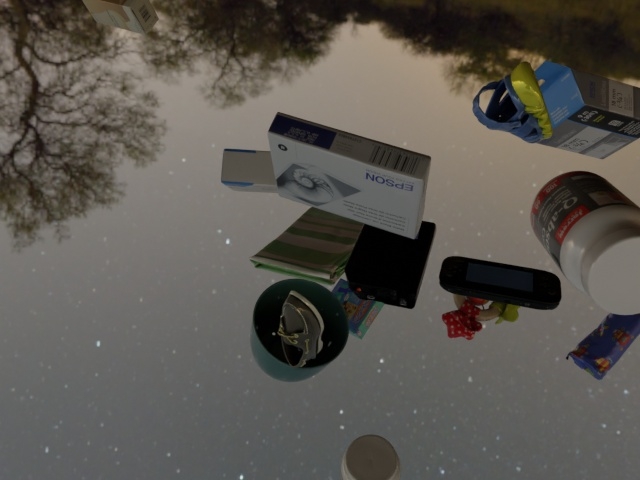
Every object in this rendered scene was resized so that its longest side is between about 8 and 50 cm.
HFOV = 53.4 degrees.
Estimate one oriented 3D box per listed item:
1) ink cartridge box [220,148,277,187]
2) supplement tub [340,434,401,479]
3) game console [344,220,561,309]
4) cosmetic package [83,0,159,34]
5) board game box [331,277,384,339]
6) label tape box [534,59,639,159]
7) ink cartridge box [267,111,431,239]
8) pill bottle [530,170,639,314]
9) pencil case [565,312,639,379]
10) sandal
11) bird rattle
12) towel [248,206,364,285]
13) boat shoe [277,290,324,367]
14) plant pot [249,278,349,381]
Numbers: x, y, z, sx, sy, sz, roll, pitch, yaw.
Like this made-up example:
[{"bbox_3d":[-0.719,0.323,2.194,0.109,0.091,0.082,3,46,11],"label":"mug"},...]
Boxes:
[{"bbox_3d":[-0.156,-0.167,1.568,0.148,0.086,0.203,3,180,-1],"label":"ink cartridge box"},{"bbox_3d":[0.122,0.570,1.549,0.144,0.200,0.144,-2,-129,2],"label":"supplement tub"},{"bbox_3d":[0.232,0.047,1.115,0.361,0.044,0.213,10,-141,14],"label":"game console"},{"bbox_3d":[-0.326,-0.378,1.031,0.115,0.060,0.041,20,-113,26],"label":"cosmetic package"},{"bbox_3d":[0.104,0.233,2.200,0.210,0.160,0.047,21,161,49],"label":"board game box"},{"bbox_3d":[0.689,-0.340,1.714,0.333,0.106,0.240,12,163,-10],"label":"label tape box"},{"bbox_3d":[0.040,-0.073,0.919,0.223,0.224,0.045,18,-114,14],"label":"ink cartridge box"},{"bbox_3d":[0.605,-0.004,1.384,0.210,0.210,0.363,10,-157,-3],"label":"pill bottle"},{"bbox_3d":[0.917,0.297,2.006,0.119,0.306,0.133,43,176,-3],"label":"pencil case"},{"bbox_3d":[0.416,-0.282,1.377,0.138,0.126,0.317,-22,161,23],"label":"sandal"},{"bbox_3d":[0.491,0.196,1.974,0.253,0.143,0.207,-14,-119,-1],"label":"bird rattle"},{"bbox_3d":[0.000,0.000,1.617,0.247,0.038,0.325,10,-147,28],"label":"towel"},{"bbox_3d":[-0.057,0.237,1.645,0.109,0.305,0.091,35,-115,25],"label":"boat shoe"},{"bbox_3d":[-0.087,0.301,1.961,0.293,0.235,0.293,9,-125,-14],"label":"plant pot"}]
